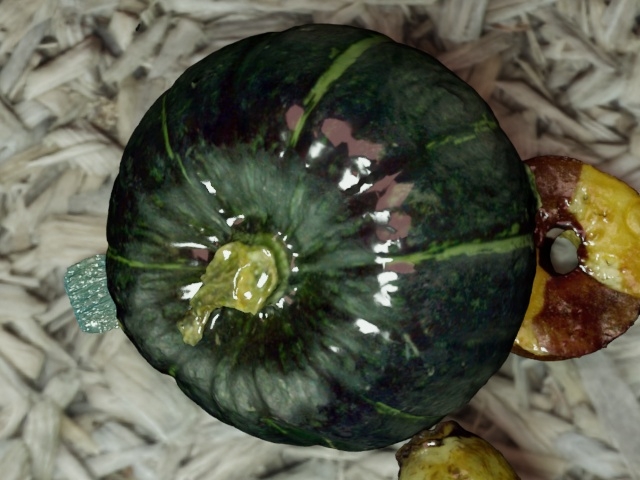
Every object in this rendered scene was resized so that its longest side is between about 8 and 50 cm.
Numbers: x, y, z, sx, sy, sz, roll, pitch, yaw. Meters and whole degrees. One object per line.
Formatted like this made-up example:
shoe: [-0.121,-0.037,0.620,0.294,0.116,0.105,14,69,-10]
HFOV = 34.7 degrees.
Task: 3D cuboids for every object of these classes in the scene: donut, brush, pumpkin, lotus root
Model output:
donut: [0.197,0.021,0.874,0.166,0.073,0.184,15,67,7]
brush: [-0.124,0.021,0.897,0.196,0.021,0.070,-22,70,-10]
pumpkin: [0.000,0.000,0.764,0.323,0.241,0.323,3,97,23]
lotus root: [0.119,0.249,0.719,0.110,0.097,0.258,-25,106,-46]
